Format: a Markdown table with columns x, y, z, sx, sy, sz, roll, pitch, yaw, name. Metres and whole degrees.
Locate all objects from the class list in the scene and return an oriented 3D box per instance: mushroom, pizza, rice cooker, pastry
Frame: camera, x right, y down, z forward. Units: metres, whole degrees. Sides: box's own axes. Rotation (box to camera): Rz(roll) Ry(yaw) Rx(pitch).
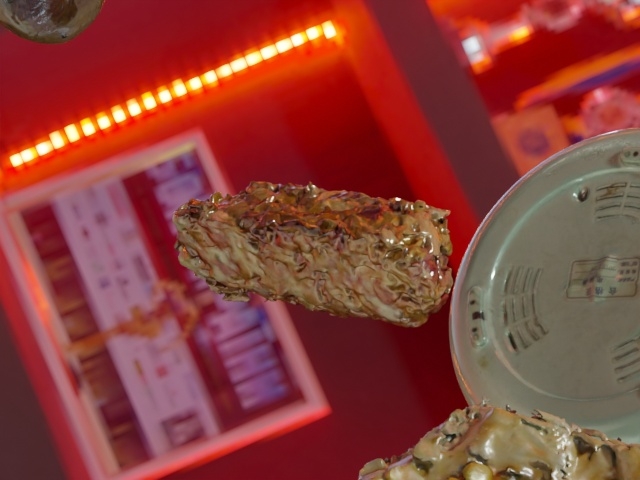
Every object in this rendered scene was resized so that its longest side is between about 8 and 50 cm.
| x | y | z | sx | sy | sz | roll | pitch | yaw | name |
| --- | --- | --- | --- | --- | --- | --- | --- | --- | --- |
| -0.226 | -0.226 | 1.496 | 0.052 | 0.123 | 0.123 | 15 | -49 | 58 | mushroom |
| 0.094 | 0.160 | 0.987 | 0.226 | 0.147 | 0.069 | 20 | -2 | 15 | pizza |
| 0.261 | 0.078 | 1.320 | 0.277 | 0.288 | 0.288 | 37 | 20 | -48 | rice cooker |
| 0.001 | 0.002 | 0.959 | 0.169 | 0.063 | 0.087 | 10 | -40 | 34 | pastry |
